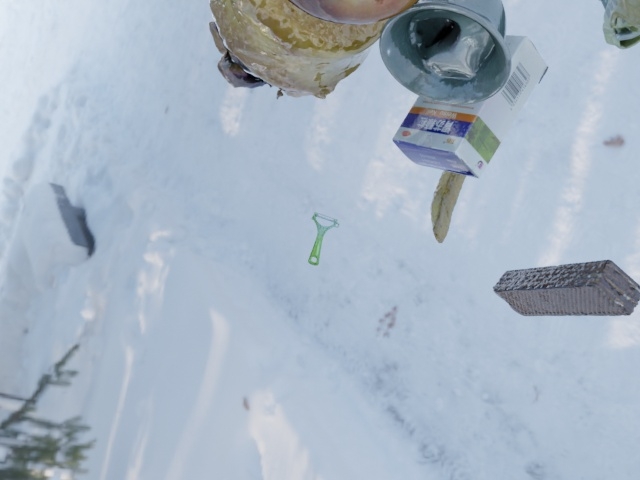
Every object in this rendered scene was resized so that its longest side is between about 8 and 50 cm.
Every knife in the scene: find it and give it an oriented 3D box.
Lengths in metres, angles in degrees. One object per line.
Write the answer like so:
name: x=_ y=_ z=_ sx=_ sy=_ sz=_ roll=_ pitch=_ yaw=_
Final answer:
knife: x=0.000 y=0.001 z=1.991 sx=0.023 sy=0.078 sz=0.166 roll=106 pitch=179 yaw=-57

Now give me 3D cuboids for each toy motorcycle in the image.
toy motorcycle: x=0.690 y=-0.497 z=1.530 sx=0.168 sy=0.237 sz=0.410 roll=-27 pitch=26 yaw=-6

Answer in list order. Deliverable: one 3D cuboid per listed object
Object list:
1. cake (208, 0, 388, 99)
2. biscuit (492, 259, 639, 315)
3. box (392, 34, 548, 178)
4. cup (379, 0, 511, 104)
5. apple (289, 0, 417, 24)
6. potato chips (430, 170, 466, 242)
cake: x=-0.050 y=-0.422 z=1.384 sx=0.321 sy=0.332 sz=0.332 roll=150 pitch=130 yaw=-68
biscuit: x=0.529 y=0.110 z=1.638 sx=0.073 sy=0.107 sz=0.388 roll=-55 pitch=12 yaw=-17
box: x=0.318 y=-0.296 z=1.597 sx=0.200 sy=0.106 sz=0.299 roll=22 pitch=77 yaw=51
cup: x=0.203 y=-0.325 z=1.118 sx=0.199 sy=0.199 sz=0.150 roll=-21 pitch=41 yaw=54
apple: x=0.037 y=-0.393 z=0.947 sx=0.253 sy=0.253 sz=0.254 roll=-32 pitch=50 yaw=48
potato chips: x=0.356 y=-0.176 z=1.891 sx=0.080 sy=0.057 sz=0.407 roll=6 pitch=62 yaw=53
